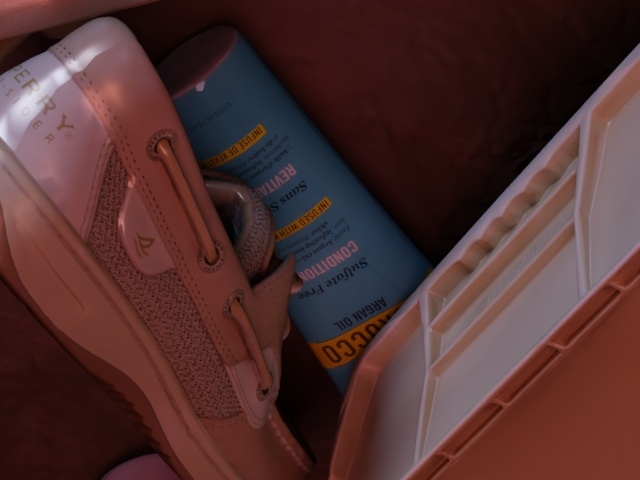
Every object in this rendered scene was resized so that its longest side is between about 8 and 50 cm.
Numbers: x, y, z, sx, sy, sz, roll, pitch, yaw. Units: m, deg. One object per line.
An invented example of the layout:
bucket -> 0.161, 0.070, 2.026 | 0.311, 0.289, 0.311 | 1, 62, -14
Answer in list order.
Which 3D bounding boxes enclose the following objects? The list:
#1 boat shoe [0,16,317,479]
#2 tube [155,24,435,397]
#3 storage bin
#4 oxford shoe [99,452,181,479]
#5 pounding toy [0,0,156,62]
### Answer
boat shoe -> -0.052, 0.024, 0.795 | 0.098, 0.109, 0.302 | -40, 144, -6
tube -> 0.000, 0.000, 0.870 | 0.080, 0.052, 0.207 | -27, 117, 21
storage bin -> 0.173, 0.085, 0.798 | 0.262, 0.123, 0.260 | 29, 131, -14
oxford shoe -> -0.069, 0.280, 0.936 | 0.123, 0.130, 0.348 | -6, 113, 1
pounding toy -> -0.117, -0.109, 0.763 | 0.130, 0.141, 0.100 | -14, 113, 4
